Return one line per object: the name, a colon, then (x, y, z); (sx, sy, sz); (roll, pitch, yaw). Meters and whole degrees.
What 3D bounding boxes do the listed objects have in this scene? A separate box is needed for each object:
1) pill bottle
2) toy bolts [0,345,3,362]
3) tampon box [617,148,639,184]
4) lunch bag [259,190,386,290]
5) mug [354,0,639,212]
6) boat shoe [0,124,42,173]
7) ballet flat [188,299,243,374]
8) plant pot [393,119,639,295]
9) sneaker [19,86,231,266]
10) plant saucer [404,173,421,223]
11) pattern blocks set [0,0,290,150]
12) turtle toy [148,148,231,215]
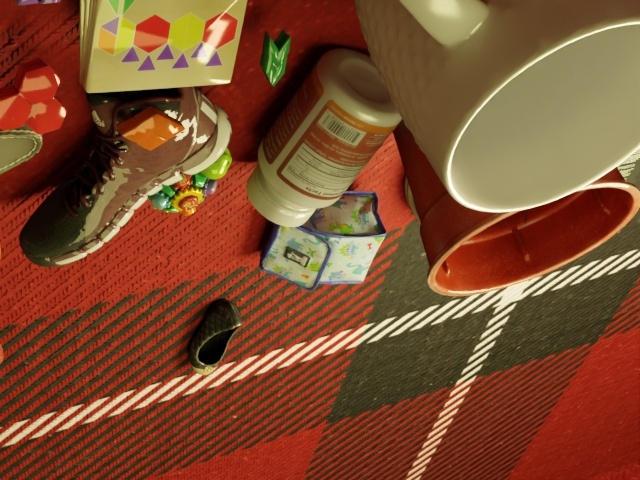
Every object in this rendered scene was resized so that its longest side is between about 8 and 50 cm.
pill bottle: (0.000, -0.118, 1.667); (0.121, 0.121, 0.216); (1, 141, -40)
toy bolts: (-0.482, 0.080, 1.623); (0.218, 0.158, 0.228); (-60, 152, -29)
tampon box: (0.393, -0.144, 1.952); (0.101, 0.120, 0.161); (-11, 148, -26)
lunch bag: (0.000, 0.000, 1.893); (0.151, 0.096, 0.129); (0, 145, -17)
mug: (0.148, -0.248, 1.371); (0.276, 0.328, 0.374); (-41, 148, 23)
boat shoe: (-0.420, -0.059, 1.393); (0.305, 0.091, 0.109); (-19, 151, -12)
ballet flat: (-0.157, 0.152, 2.039); (0.057, 0.049, 0.173); (-10, 146, -27)
plant pot: (0.209, -0.111, 1.678); (0.272, 0.265, 0.272); (-18, 159, -7)
sneaker: (-0.248, -0.098, 1.534); (0.281, 0.106, 0.162); (-37, 144, -1)
plant saucer: (0.254, -0.062, 1.921); (0.278, 0.041, 0.278); (4, 141, 4)
pattern blocks set: (-0.163, -0.220, 1.399); (0.325, 0.026, 0.285); (0, 125, -36)
turtle toy: (-0.160, -0.077, 1.654); (0.130, 0.066, 0.095); (-43, 147, 26)
